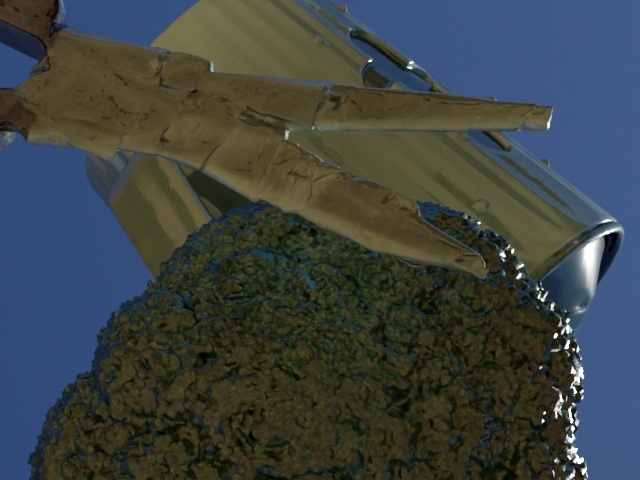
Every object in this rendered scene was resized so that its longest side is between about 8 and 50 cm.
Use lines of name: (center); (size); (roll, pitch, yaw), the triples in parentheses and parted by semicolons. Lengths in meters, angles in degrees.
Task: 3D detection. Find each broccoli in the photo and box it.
broccoli: (0.008, 0.116, 0.981); (0.297, 0.297, 0.297); (-5, -113, 11)

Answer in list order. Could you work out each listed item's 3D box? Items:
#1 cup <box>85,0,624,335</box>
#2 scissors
cup: (0.018, -0.017, 1.528); (0.392, 0.401, 0.310); (43, -93, 15)
scissors: (-0.087, -0.069, 0.875); (0.383, 0.029, 0.256); (12, -125, 9)
